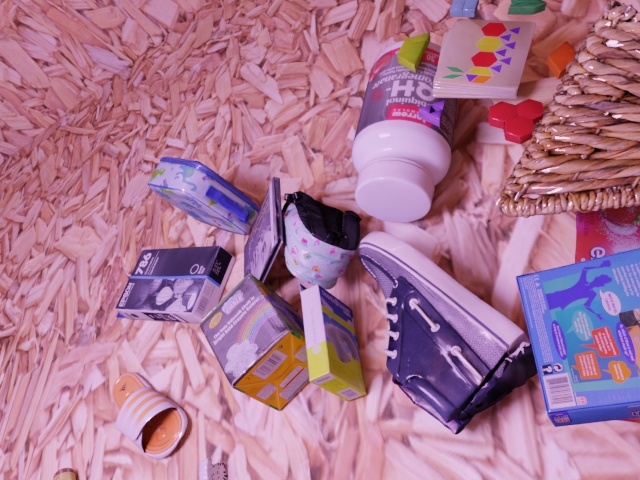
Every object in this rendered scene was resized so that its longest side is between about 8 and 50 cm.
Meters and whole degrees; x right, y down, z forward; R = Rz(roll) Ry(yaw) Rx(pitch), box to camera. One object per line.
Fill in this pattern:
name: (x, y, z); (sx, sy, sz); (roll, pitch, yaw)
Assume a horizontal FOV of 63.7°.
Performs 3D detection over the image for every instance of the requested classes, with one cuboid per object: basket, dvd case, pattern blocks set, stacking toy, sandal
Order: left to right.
sandal: (-0.359, 0.326, 0.993); (0.265, 0.076, 0.101); (18, 70, 43)
stacking toy: (-0.226, 0.468, 0.800); (0.167, 0.052, 0.221); (-28, 43, 18)
dvd case: (-0.116, 0.009, 1.003); (0.221, 0.018, 0.164); (120, 153, -43)
pattern blocks set: (0.272, -0.304, 0.864); (0.286, 0.026, 0.324); (20, 65, 25)
basket: (0.354, -0.103, 0.589); (0.214, 0.299, 0.222); (28, 110, 14)

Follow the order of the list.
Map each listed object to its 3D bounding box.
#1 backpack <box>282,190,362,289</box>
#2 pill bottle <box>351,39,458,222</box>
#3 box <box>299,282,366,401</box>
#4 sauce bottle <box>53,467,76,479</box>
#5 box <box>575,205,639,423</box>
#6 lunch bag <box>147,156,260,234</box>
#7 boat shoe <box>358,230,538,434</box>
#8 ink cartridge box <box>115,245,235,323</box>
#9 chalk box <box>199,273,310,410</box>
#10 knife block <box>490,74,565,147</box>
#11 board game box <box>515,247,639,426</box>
backpack: (0.000, 0.000, 0.917); (0.182, 0.152, 0.115); (-108, 35, -62)
pill bottle: (0.154, -0.197, 0.942); (0.177, 0.176, 0.318); (-7, 54, 33)
box: (0.018, 0.154, 0.823); (0.043, 0.109, 0.178); (-28, 45, 22)
sauce bottle: (-0.483, 0.497, 0.979); (0.042, 0.042, 0.128); (-43, 42, 1)
box: (0.374, 0.073, 0.607); (0.123, 0.128, 0.256); (-4, 56, 33)
lunch bag: (-0.249, -0.096, 1.132); (0.176, 0.219, 0.090); (15, 74, 43)
boat shoe: (0.130, 0.119, 0.750); (0.158, 0.127, 0.341); (-42, 43, -9)
ink cartridge box: (-0.356, 0.100, 1.176); (0.333, 0.065, 0.165); (-5, 56, 35)
chalk box: (-0.107, 0.161, 0.896); (0.132, 0.132, 0.213); (-45, 42, 1)
knife block: (0.445, -0.219, 0.808); (0.242, 0.088, 0.275); (-37, 43, 6)
board game box: (0.319, 0.087, 0.508); (0.211, 0.047, 0.160); (-17, 50, 25)
